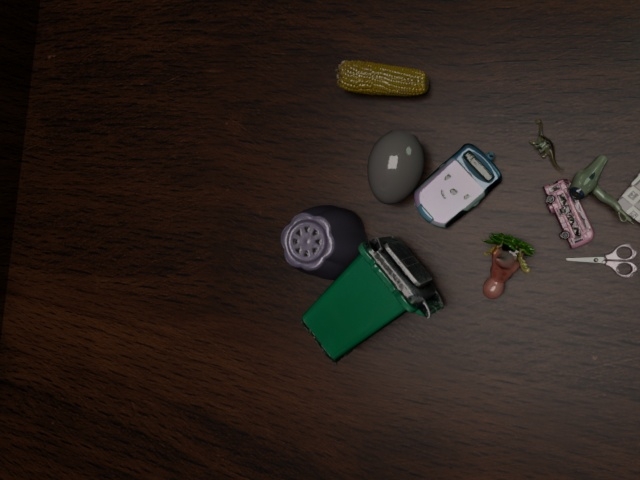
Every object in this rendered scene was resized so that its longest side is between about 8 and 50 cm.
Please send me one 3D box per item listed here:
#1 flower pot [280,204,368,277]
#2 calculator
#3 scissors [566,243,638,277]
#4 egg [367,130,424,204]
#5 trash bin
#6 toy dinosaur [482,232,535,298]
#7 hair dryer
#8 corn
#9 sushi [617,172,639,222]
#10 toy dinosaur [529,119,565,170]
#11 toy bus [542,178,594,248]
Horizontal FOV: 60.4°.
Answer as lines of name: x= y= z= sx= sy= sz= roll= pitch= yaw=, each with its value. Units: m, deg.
flower pot: x=0.000 y=0.000 z=1.794 sx=0.265 sy=0.243 sz=0.265 roll=-1 pitch=86 yaw=20
calculator: x=0.430 y=-0.171 z=1.729 sx=0.293 sy=0.051 sz=0.173 roll=-43 pitch=74 yaw=15
scissors: x=0.816 y=0.057 z=1.597 sx=0.189 sy=0.015 sz=0.100 roll=1 pitch=88 yaw=23
egg: x=0.235 y=-0.228 z=1.739 sx=0.176 sy=0.176 sz=0.231 roll=14 pitch=104 yaw=21
trash bin: x=0.159 y=0.200 z=1.732 sx=0.381 sy=0.259 sz=0.295 roll=-44 pitch=75 yaw=22
toy dinosaur: x=0.527 y=0.075 z=1.637 sx=0.152 sy=0.194 sz=0.177 roll=28 pitch=77 yaw=11
hair dryer: x=0.817 y=-0.154 z=1.559 sx=0.199 sy=0.067 sz=0.167 roll=28 pitch=70 yaw=4
corn: x=0.201 y=-0.526 z=1.801 sx=0.305 sy=0.106 sz=0.106 roll=11 pitch=93 yaw=17
sushi: x=0.966 y=-0.108 z=1.526 sx=0.210 sy=0.040 sz=0.192 roll=39 pitch=103 yaw=24
toy dinosaur: x=0.669 y=-0.277 z=1.646 sx=0.058 sy=0.037 sz=0.180 roll=-27 pitch=79 yaw=23
toy bus: x=0.723 y=-0.079 z=1.609 sx=0.090 sy=0.063 sz=0.203 roll=-24 pitch=83 yaw=16
